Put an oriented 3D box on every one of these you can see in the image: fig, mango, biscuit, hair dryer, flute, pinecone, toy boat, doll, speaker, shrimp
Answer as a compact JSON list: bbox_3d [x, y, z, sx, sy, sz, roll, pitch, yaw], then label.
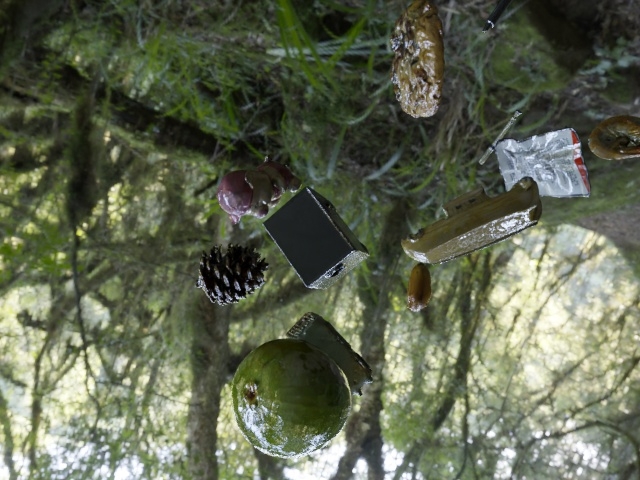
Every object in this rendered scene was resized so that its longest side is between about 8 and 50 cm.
[{"bbox_3d":[-0.057,0.403,1.530,0.316,0.316,0.316,18,-170,-3],"label":"fig"},{"bbox_3d":[0.258,0.121,1.557,0.063,0.127,0.077,7,176,11],"label":"mango"},{"bbox_3d":[0.237,-0.460,1.533,0.081,0.289,0.334,-6,-170,-6],"label":"biscuit"},{"bbox_3d":[0.594,-0.755,1.904,0.070,0.248,0.114,34,-176,12],"label":"hair dryer"},{"bbox_3d":[0.643,-0.368,2.157,0.027,0.233,0.027,23,-147,-15],"label":"flute"},{"bbox_3d":[-0.323,0.117,2.150,0.272,0.224,0.224,-14,-172,6],"label":"pinecone"},{"bbox_3d":[0.331,-0.046,1.335,0.089,0.321,0.121,51,-160,-46],"label":"toy boat"},{"bbox_3d":[-0.192,-0.142,1.774,0.152,0.196,0.256,38,-143,24],"label":"doll"},{"bbox_3d":[0.000,0.000,1.712,0.232,0.184,0.254,54,-172,13],"label":"speaker"},{"bbox_3d":[0.859,-0.269,1.636,0.063,0.152,0.287,48,175,-33],"label":"shrimp"}]

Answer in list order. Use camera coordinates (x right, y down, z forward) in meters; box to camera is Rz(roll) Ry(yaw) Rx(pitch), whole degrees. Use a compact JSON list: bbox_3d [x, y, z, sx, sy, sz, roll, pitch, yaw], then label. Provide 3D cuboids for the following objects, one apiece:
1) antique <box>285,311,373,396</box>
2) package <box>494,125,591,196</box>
[{"bbox_3d":[0.034,0.358,1.837,0.284,0.125,0.150,46,167,-9],"label":"antique"},{"bbox_3d":[0.515,-0.174,1.401,0.040,0.166,0.232,-30,-164,-31],"label":"package"}]
